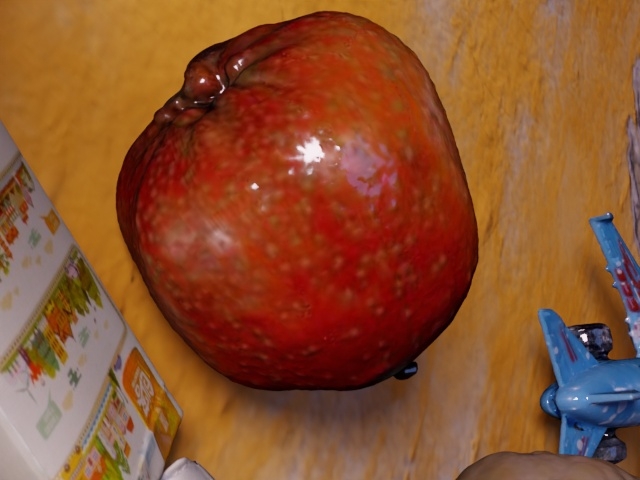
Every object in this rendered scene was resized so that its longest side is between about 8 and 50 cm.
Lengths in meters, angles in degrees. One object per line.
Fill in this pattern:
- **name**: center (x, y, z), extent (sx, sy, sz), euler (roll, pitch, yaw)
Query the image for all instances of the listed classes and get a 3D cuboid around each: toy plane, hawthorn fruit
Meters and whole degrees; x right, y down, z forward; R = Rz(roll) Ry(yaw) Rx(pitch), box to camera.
- **toy plane**: center (0.238, 0.110, 0.836), extent (0.271, 0.105, 0.254), euler (5, 78, -52)
- **hawthorn fruit**: center (0.000, 0.000, 0.522), extent (0.194, 0.157, 0.157), euler (60, 42, -29)

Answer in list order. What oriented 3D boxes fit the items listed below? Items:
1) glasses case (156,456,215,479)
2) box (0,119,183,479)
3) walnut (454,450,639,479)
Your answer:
- **glasses case**: center (-0.002, 0.244, 0.466), extent (0.128, 0.083, 0.308), euler (-34, 78, -33)
- **box**: center (-0.124, 0.014, 0.425), extent (0.220, 0.032, 0.122), euler (61, 14, -19)
- **walnut**: center (0.125, 0.214, 0.594), extent (0.224, 0.224, 0.224), euler (16, 69, -49)
